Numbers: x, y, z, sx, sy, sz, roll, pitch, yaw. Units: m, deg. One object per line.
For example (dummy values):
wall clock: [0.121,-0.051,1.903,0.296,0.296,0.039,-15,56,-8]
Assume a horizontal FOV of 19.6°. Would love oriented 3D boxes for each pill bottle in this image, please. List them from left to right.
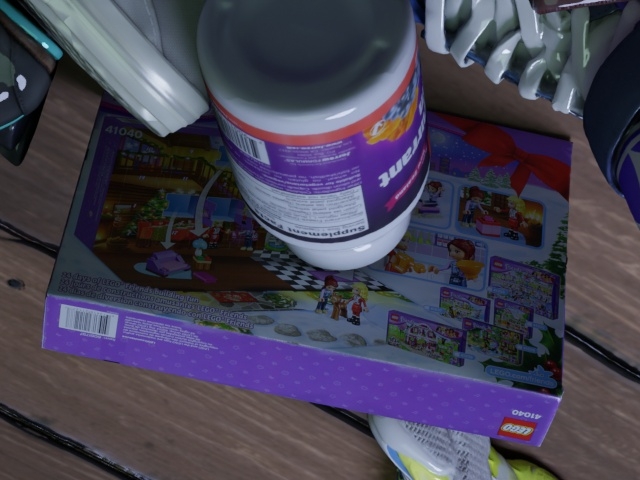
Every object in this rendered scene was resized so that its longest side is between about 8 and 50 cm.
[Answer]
pill bottle: [0.002,-0.061,0.972,0.108,0.108,0.193,2,154,8]

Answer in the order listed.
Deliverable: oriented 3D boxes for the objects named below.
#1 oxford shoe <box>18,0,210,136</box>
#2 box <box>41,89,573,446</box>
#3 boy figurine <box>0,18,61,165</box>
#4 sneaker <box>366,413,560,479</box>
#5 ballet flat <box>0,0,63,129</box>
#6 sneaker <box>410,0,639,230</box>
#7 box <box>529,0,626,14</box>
oxford shoe: [-0.179,-0.244,0.921,0.130,0.169,0.449,-44,116,-3]
box: [0.000,0.000,1.097,0.293,0.201,0.057,12,140,-3]
boy figurine: [-0.298,-0.123,1.084,0.285,0.092,0.177,18,172,0]
sneaker: [0.086,0.190,1.379,0.126,0.091,0.240,-25,130,33]
ballet flat: [-0.257,-0.160,0.958,0.096,0.095,0.280,-43,90,-2]
sneaker: [0.134,-0.098,0.935,0.323,0.236,0.130,6,138,3]
box: [0.154,-0.231,0.789,0.169,0.167,0.203,-8,121,7]
